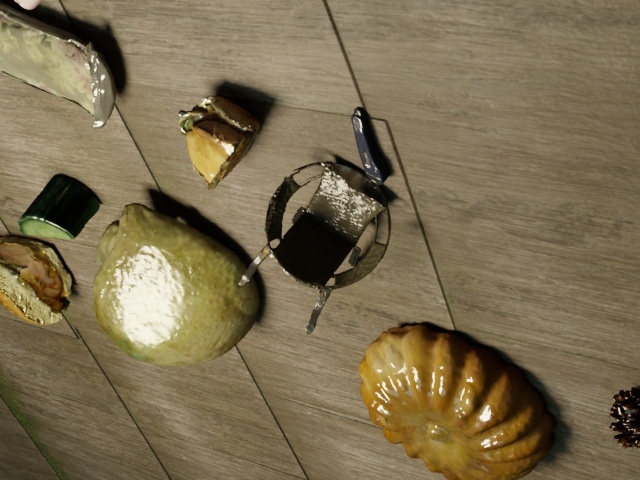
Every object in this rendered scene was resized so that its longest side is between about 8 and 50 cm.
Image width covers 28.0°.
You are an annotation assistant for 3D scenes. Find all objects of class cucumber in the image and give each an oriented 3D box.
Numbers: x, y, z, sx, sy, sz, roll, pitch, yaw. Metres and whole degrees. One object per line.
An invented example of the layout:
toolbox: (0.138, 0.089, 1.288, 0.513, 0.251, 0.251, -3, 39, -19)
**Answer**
cucumber: (-0.447, -0.057, 2.185, 0.116, 0.115, 0.062, 5, 137, 28)

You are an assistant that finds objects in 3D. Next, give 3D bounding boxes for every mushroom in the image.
mushroom: (-0.262, 0.073, 2.097, 0.292, 0.212, 0.217, 38, 157, 10)

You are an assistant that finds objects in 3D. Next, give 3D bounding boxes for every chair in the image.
chair: (0.000, 0.000, 1.790, 0.174, 0.149, 0.213, 35, 144, 5)

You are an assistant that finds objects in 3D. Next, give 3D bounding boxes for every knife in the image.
knife: (0.062, -0.122, 1.681, 0.031, 0.018, 0.121, 20, 144, 38)

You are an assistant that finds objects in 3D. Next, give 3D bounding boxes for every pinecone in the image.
pinecone: (0.427, 0.241, 1.747, 0.077, 0.077, 0.083, -15, 100, 52)

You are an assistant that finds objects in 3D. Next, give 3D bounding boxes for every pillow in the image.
pillow: (-0.404, -0.275, 1.903, 0.255, 0.059, 0.169, 27, 147, 19)

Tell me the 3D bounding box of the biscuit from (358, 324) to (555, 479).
biscuit: (0.198, 0.269, 1.984, 0.326, 0.107, 0.325, 22, 143, 18)

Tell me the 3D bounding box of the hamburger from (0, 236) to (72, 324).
hamburger: (-0.592, 0.078, 2.474, 0.208, 0.135, 0.155, 16, 141, 34)

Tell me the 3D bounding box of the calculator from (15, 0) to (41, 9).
calculator: (-0.410, -0.384, 1.788, 0.100, 0.032, 0.175, 46, 148, -14)

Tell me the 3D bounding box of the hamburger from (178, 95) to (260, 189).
hamburger: (-0.143, -0.152, 1.790, 0.102, 0.087, 0.176, 49, 156, 4)
